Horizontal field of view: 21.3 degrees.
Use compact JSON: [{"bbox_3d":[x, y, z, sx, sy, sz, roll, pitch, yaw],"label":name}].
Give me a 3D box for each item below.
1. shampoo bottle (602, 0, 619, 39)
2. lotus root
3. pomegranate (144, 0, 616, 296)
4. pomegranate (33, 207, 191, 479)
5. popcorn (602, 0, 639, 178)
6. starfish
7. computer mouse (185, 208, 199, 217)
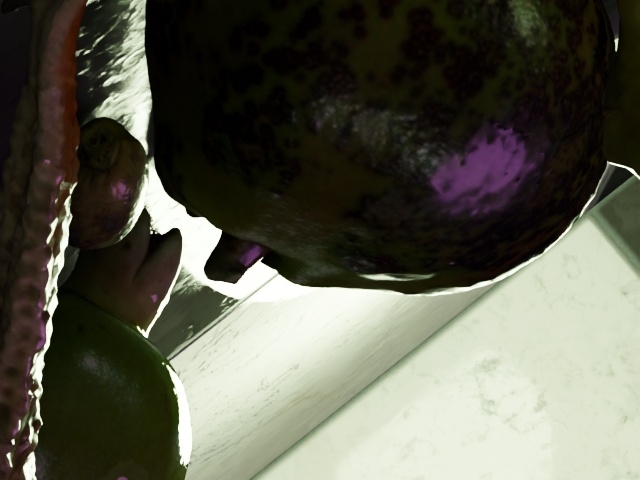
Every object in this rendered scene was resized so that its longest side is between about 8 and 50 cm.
[{"bbox_3d":[0.247,-0.197,1.342,0.192,0.074,0.074,-34,168,-20],"label":"shampoo bottle"},{"bbox_3d":[-0.115,-0.026,0.880,0.049,0.054,0.099,-11,157,-23],"label":"lotus root"},{"bbox_3d":[0.027,-0.114,0.729,0.204,0.277,0.222,1,-176,-9],"label":"pomegranate"},{"bbox_3d":[-0.148,0.085,0.961,0.210,0.179,0.179,-62,164,11],"label":"pomegranate"},{"bbox_3d":[0.117,-0.186,0.485,0.325,0.321,0.290,-26,-162,42],"label":"popcorn"},{"bbox_3d":[-0.170,0.102,0.628,0.398,0.132,0.384,-63,-175,-32],"label":"starfish"},{"bbox_3d":[0.028,-0.088,1.014,0.168,0.087,0.295,-35,172,-35],"label":"computer mouse"}]
